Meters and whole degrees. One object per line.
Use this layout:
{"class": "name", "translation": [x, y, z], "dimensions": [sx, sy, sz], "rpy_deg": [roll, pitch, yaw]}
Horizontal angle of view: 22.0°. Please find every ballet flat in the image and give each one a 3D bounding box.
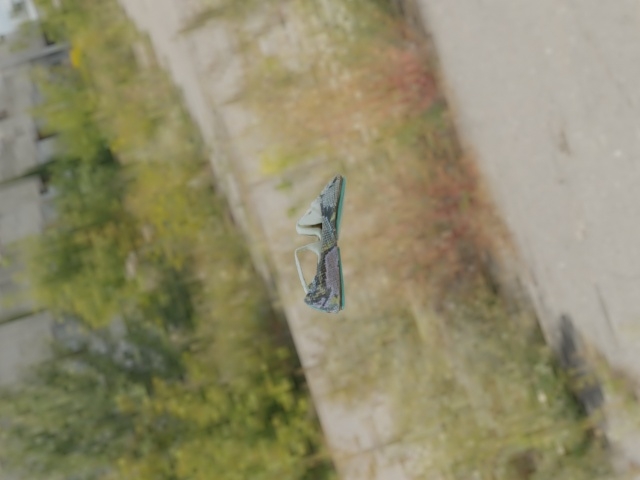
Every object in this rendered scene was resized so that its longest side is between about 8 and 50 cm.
{"class": "ballet flat", "translation": [0.000, 0.000, 1.253], "dimensions": [0.041, 0.041, 0.114], "rpy_deg": [86, -175, -66]}
